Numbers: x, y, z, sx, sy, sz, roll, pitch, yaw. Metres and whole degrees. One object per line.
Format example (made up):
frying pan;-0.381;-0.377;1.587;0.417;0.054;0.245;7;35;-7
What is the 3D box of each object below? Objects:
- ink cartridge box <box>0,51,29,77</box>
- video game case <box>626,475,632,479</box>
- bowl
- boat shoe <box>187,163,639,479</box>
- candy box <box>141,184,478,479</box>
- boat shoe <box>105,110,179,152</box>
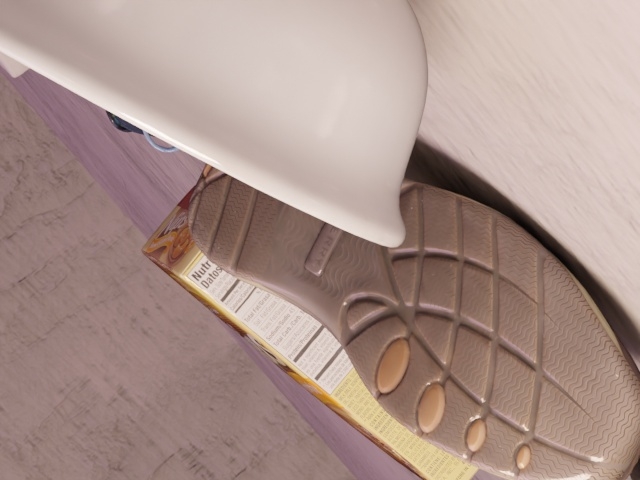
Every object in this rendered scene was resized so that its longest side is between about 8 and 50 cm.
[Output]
ink cartridge box;-0.353;-0.314;1.500;0.201;0.117;0.278;43;170;36
video game case;0.193;0.264;1.005;0.329;0.036;0.300;77;175;-47
bowl;-0.065;-0.123;0.703;0.298;0.134;0.298;28;-177;-2
boat shoe;0.070;0.029;0.958;0.355;0.132;0.130;39;-168;38
candy box;0.000;0.085;1.398;0.316;0.087;0.183;40;174;-17
boat shoe;-0.132;-0.119;1.336;0.109;0.089;0.258;49;171;-1
